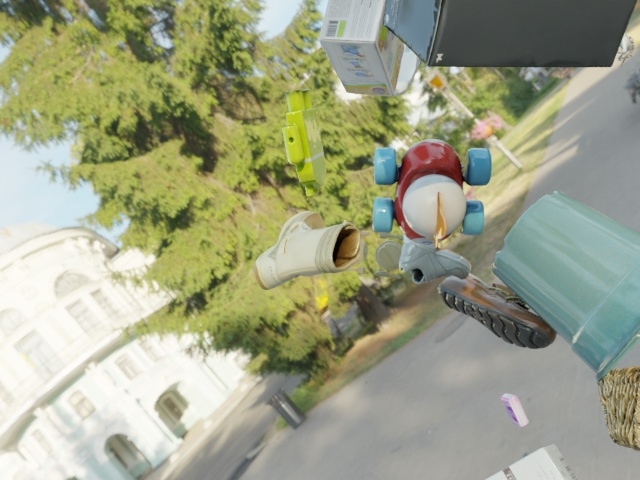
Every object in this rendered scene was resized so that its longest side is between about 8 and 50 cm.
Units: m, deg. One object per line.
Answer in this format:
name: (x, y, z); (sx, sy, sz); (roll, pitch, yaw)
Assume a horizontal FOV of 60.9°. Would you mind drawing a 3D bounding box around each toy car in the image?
toy car: (0.205, -0.055, 1.006); (0.238, 0.219, 0.210); (-78, -12, -60)

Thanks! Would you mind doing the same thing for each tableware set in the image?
tableware set: (0.149, 0.035, 1.595); (0.039, 0.194, 0.128); (-57, -25, -87)

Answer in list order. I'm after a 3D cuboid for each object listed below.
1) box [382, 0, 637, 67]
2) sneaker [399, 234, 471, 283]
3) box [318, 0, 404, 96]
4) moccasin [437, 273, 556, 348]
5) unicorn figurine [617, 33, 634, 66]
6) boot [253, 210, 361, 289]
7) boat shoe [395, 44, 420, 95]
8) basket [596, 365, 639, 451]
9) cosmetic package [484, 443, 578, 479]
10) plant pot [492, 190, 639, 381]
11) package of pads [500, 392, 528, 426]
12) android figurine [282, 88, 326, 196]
box: (0.238, -0.306, 0.723); (0.261, 0.184, 0.103); (-4, -51, -13)
sneaker: (0.305, 0.072, 1.493); (0.099, 0.262, 0.121); (13, 80, 57)
box: (0.083, -0.365, 1.014); (0.203, 0.103, 0.114); (37, -116, -69)
moccasin: (0.498, 0.180, 1.517); (0.147, 0.139, 0.380); (-38, 24, -13)
unicorn figurine: (0.662, -0.454, 1.226); (0.111, 0.162, 0.060); (-36, 22, -28)
boot: (0.000, 0.000, 1.140); (0.203, 0.095, 0.262); (-15, 20, 33)
boat shoe: (0.201, -0.410, 1.246); (0.063, 0.066, 0.184); (28, -112, -57)
basket: (0.835, 0.385, 1.239); (0.299, 0.214, 0.223); (-4, -17, -4)
cosmetic package: (0.535, 0.621, 1.353); (0.183, 0.151, 0.151); (-40, -32, 18)
plant pot: (0.605, 0.078, 1.245); (0.341, 0.334, 0.341); (-31, -34, -24)
package of pads: (0.526, 0.458, 1.477); (0.031, 0.083, 0.050); (-25, -3, -9)
android figurine: (-0.038, -0.251, 1.416); (0.056, 0.273, 0.248); (-6, 15, 13)
